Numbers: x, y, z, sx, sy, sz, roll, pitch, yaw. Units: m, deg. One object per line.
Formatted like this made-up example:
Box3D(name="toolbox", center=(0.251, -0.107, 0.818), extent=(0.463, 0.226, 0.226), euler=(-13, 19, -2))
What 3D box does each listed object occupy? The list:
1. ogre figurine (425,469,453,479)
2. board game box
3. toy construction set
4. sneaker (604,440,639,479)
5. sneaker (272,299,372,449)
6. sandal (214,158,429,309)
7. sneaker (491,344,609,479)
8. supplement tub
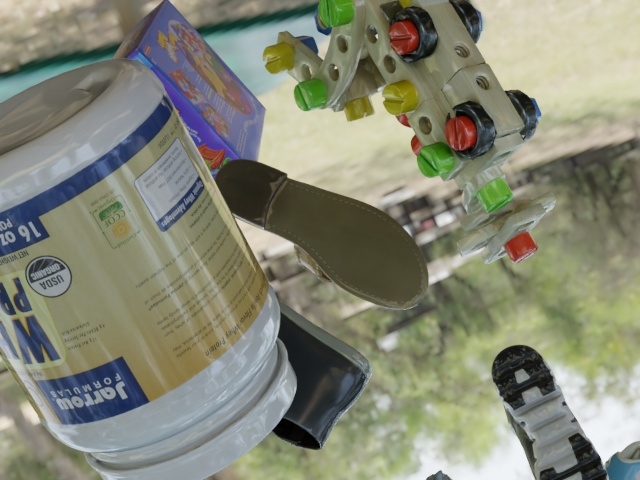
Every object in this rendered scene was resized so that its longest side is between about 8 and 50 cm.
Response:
Box3D(name="ogre figurine", center=(0.142, 0.334, 1.598), extent=(0.118, 0.197, 0.097), euler=(-53, -163, -3))
Box3D(name="board game box", center=(-0.188, -0.203, 2.030), extent=(0.078, 0.233, 0.347), euler=(-39, -165, 13))
Box3D(name="toy construction set", center=(0.095, -0.116, 1.319), extent=(0.151, 0.327, 0.215), euler=(-36, 172, -38))
Box3D(name="sneaker", center=(0.402, 0.289, 1.696), extent=(0.087, 0.092, 0.229), euler=(20, -170, 33))
Box3D(name="sneaker", center=(-0.065, 0.134, 1.567), extent=(0.118, 0.222, 0.083), euler=(-56, 164, -32))
Box3D(name="sandal", center=(0.003, -0.006, 1.439), extent=(0.088, 0.240, 0.079), euler=(-60, 174, -9))
Box3D(name="sneaker", center=(0.264, 0.230, 1.599), extent=(0.078, 0.234, 0.106), euler=(-25, 165, 4))
Box3D(name="supplement tub", center=(-0.172, 0.033, 1.189), extent=(0.228, 0.316, 0.228), euler=(-23, -158, 10))
